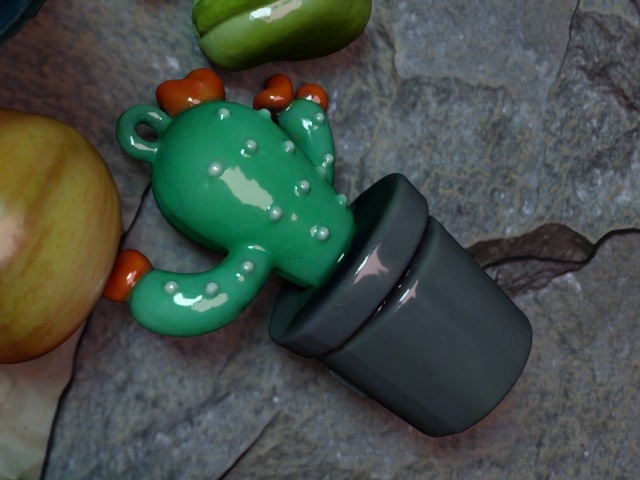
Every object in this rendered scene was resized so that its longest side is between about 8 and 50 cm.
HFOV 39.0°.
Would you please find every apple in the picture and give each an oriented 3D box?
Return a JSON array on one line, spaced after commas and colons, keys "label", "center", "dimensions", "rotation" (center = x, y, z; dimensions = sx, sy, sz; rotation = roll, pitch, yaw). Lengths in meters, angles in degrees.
[{"label": "apple", "center": [-0.242, -0.008, 0.678], "dimensions": [0.199, 0.199, 0.199], "rotation": [-1, 91, -28]}]

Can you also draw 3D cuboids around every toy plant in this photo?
[{"label": "toy plant", "center": [-0.008, 0.011, 0.797], "dimensions": [0.400, 0.185, 0.279], "rotation": [40, 82, -13]}]

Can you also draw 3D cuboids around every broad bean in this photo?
[{"label": "broad bean", "center": [-0.035, -0.204, 0.806], "dimensions": [0.175, 0.124, 0.082], "rotation": [-20, 85, -31]}]

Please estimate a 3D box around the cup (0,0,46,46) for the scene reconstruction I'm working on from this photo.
[{"label": "cup", "center": [-0.289, -0.246, 0.433], "dimensions": [0.242, 0.308, 0.292], "rotation": [-28, 79, -1]}]
